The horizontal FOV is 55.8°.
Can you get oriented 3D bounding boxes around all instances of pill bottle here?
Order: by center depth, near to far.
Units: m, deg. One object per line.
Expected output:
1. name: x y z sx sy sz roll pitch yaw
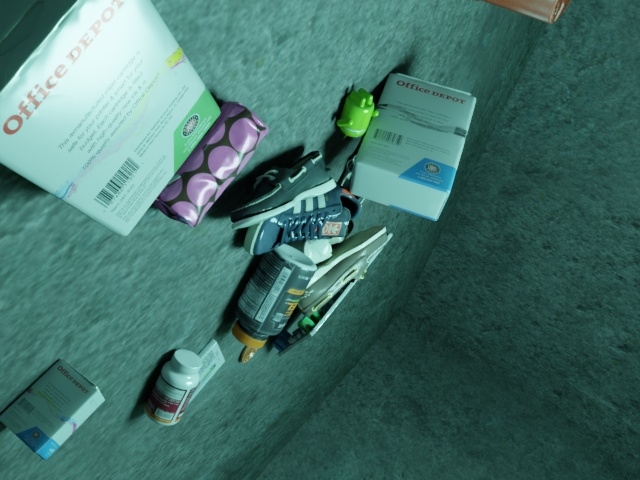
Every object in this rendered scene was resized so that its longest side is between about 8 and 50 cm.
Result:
1. pill bottle: -0.314 0.315 1.306 0.152 0.086 0.086 -62 162 15
2. pill bottle: -0.121 0.136 1.447 0.246 0.130 0.130 -60 163 12

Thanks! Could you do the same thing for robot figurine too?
1. robot figurine: 0.080 -0.283 1.362 0.101 0.067 0.115 -30 151 -39

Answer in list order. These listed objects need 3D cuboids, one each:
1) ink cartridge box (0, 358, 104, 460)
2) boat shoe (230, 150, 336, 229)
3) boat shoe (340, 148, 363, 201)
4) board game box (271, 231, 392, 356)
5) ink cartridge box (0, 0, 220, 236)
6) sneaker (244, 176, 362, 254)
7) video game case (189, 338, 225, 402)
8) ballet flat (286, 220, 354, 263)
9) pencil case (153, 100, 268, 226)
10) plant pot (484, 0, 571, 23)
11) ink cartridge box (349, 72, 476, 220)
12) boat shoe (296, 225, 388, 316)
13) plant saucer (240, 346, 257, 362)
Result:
1. ink cartridge box: -0.412 0.260 0.936 0.122 0.088 0.052 -48 160 -28
2. boat shoe: -0.083 -0.105 1.204 0.114 0.091 0.302 -15 -169 34
3. boat shoe: 0.108 -0.174 1.596 0.254 0.095 0.079 -54 176 22
4. board game box: 0.023 0.157 1.809 0.390 0.050 0.390 -49 180 -25
5. ink cartridge box: -0.244 -0.149 0.629 0.201 0.117 0.278 -55 163 -8
6. sneaker: -0.023 -0.045 1.361 0.350 0.148 0.131 -37 154 -47
7. video game case: -0.300 0.329 1.482 0.157 0.019 0.143 -49 161 -23
8. ballet flat: 0.000 0.000 1.583 0.280 0.096 0.095 -43 122 -47
9. pencil case: -0.172 -0.122 0.933 0.209 0.095 0.098 -56 139 -11
10. plant pot: 0.496 -0.675 1.470 0.272 0.265 0.272 -49 161 -23
11. ink cartridge box: 0.223 -0.230 1.452 0.129 0.223 0.308 96 14 -59
12. boat shoe: 0.059 0.074 1.588 0.324 0.097 0.116 -35 -167 -23
13. plant saucer: -0.202 0.313 1.732 0.083 0.013 0.083 -50 162 -23
